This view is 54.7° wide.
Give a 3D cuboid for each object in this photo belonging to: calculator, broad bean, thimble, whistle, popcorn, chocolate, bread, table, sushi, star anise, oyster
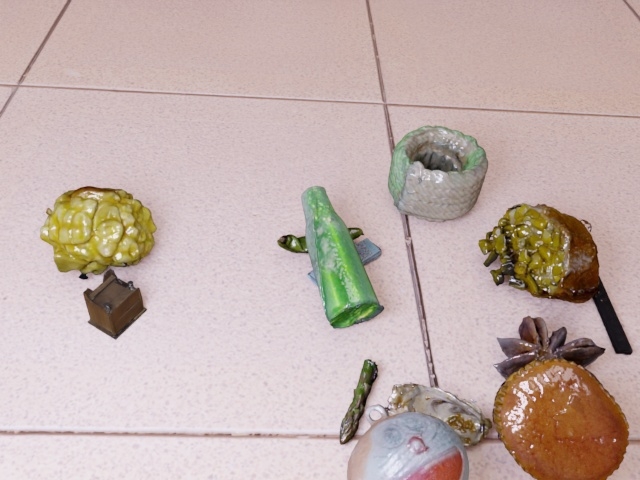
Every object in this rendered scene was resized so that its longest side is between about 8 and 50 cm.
[{"bbox_3d":[0.053,0.048,1.282,0.172,0.018,0.057,-30,54,-29],"label":"calculator"},{"bbox_3d":[-0.005,0.002,1.296,0.195,0.061,0.046,-4,76,-26],"label":"broad bean"},{"bbox_3d":[0.261,-0.148,1.404,0.218,0.150,0.219,3,45,-3],"label":"thimble"},{"bbox_3d":[0.158,0.381,0.866,0.189,0.189,0.348,-19,61,-22],"label":"whistle"},{"bbox_3d":[-0.426,-0.016,1.189,0.189,0.218,0.170,-10,82,6],"label":"popcorn"},{"bbox_3d":[0.023,0.022,1.202,0.110,0.110,0.291,-10,60,-15],"label":"chocolate"},{"bbox_3d":[0.370,0.282,0.960,0.199,0.104,0.199,-2,79,12],"label":"bread"},{"bbox_3d":[-0.376,0.113,1.125,0.070,0.082,0.083,25,49,19],"label":"table"},{"bbox_3d":[0.450,0.025,1.256,0.179,0.167,0.297,10,48,-28],"label":"sushi"},{"bbox_3d":[0.406,0.222,1.100,0.229,0.093,0.236,-9,43,-7],"label":"star anise"},{"bbox_3d":[0.196,0.293,1.025,0.177,0.056,0.106,-1,61,1],"label":"oyster"}]

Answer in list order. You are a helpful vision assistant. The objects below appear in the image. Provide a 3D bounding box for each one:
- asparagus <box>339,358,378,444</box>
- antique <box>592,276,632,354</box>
[{"bbox_3d":[0.064,0.272,1.044,0.030,0.036,0.165,12,45,17],"label":"asparagus"},{"bbox_3d":[0.574,0.145,1.238,0.031,0.015,0.192,2,45,-4],"label":"antique"}]
